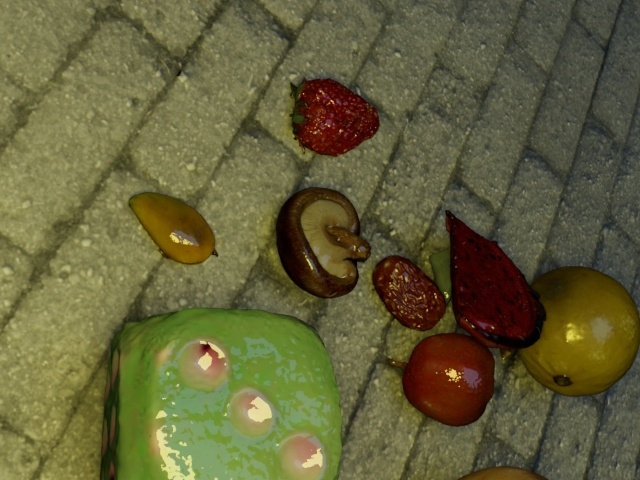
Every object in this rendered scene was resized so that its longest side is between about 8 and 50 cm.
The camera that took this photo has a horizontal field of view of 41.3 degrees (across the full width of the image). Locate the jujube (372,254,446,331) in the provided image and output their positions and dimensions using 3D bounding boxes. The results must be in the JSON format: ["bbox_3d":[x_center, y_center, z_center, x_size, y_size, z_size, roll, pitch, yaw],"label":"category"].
[{"bbox_3d":[0.183,0.110,1.784,0.176,0.109,0.112,45,19,-7],"label":"jujube"}]

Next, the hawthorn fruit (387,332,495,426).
[{"bbox_3d":[0.245,0.275,1.742,0.225,0.196,0.197,14,66,-3],"label":"hawthorn fruit"}]

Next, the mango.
[{"bbox_3d":[-0.262,-0.024,1.534,0.187,0.066,0.101,41,56,-9],"label":"mango"}]

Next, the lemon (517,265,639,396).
[{"bbox_3d":[0.580,0.202,1.927,0.297,0.297,0.297,11,71,-33],"label":"lemon"}]

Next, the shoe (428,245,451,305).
[{"bbox_3d":[0.277,0.056,1.894,0.078,0.079,0.195,20,69,8],"label":"shoe"}]

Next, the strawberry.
[{"bbox_3d":[0.044,-0.250,1.789,0.228,0.098,0.175,19,67,-29],"label":"strawberry"}]

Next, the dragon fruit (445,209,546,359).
[{"bbox_3d":[0.352,0.124,1.771,0.282,0.100,0.344,29,35,-19],"label":"dragon fruit"}]

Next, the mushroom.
[{"bbox_3d":[-0.007,0.007,1.668,0.194,0.138,0.231,22,53,-14],"label":"mushroom"}]

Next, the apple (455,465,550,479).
[{"bbox_3d":[0.347,0.624,1.584,0.346,0.391,0.392,22,64,-45],"label":"apple"}]

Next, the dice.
[{"bbox_3d":[-0.168,0.292,1.318,0.330,0.318,0.323,6,67,-22],"label":"dice"}]
